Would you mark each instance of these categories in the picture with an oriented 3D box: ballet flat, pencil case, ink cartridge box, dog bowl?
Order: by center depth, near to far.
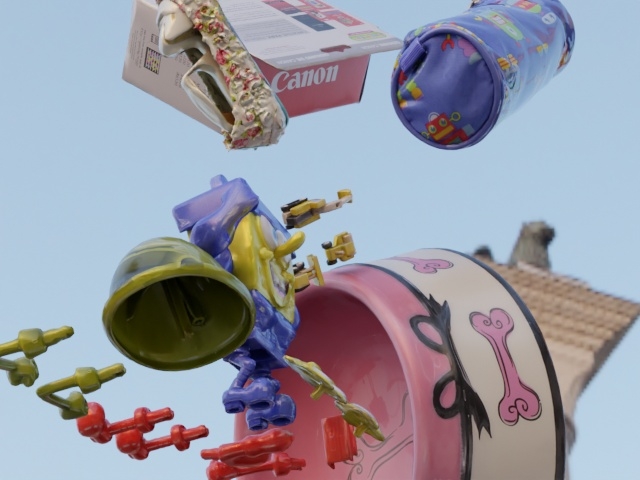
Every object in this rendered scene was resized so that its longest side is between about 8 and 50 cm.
[{"bbox_3d":[0.055,0.205,1.222,0.150,0.408,0.408,5,-40,-34],"label":"dog bowl"},{"bbox_3d":[-0.121,-0.195,1.244,0.241,0.077,0.091,56,-25,11],"label":"ballet flat"},{"bbox_3d":[0.174,-0.194,1.248,0.133,0.306,0.119,42,-58,5],"label":"pencil case"},{"bbox_3d":[-0.071,-0.253,1.673,0.272,0.309,0.130,31,-59,30],"label":"ink cartridge box"}]

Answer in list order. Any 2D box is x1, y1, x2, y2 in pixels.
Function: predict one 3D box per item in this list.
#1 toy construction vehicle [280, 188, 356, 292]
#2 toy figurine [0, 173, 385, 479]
[{"bbox_3d":[0.000,0.000,1.152,0.035,0.098,0.085,1,-73,50],"label":"toy construction vehicle"},{"bbox_3d":[-0.096,0.034,0.914,0.191,0.217,0.362,-17,-32,16],"label":"toy figurine"}]
